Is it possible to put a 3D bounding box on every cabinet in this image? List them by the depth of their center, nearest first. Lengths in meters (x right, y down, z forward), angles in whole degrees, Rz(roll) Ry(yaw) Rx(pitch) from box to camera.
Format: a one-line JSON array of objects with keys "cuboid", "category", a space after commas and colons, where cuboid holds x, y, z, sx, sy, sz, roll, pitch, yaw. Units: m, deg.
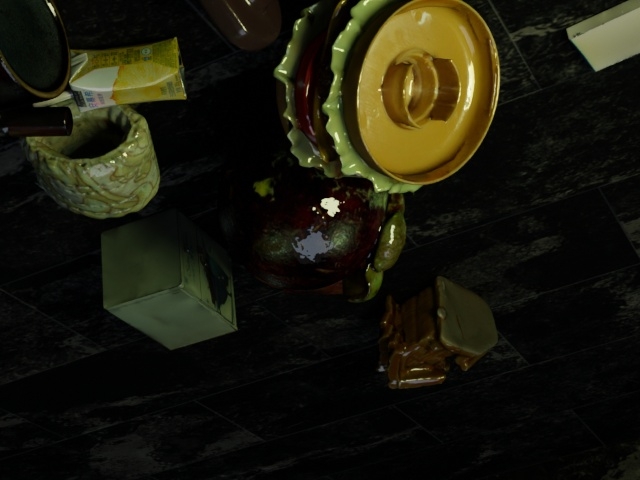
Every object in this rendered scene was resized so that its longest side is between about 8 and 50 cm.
[{"cuboid": [-0.244, 0.068, 2.086, 0.150, 0.145, 0.206, -18, 149, 18], "category": "cabinet"}]

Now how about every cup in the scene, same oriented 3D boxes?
[{"cuboid": [-0.408, -0.196, 1.527, 0.176, 0.166, 0.239, -15, 116, 21], "category": "cup"}]

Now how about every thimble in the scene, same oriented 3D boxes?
[{"cuboid": [-0.325, -0.118, 1.754, 0.190, 0.138, 0.143, 5, 154, 8], "category": "thimble"}]

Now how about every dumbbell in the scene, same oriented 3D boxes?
[{"cuboid": [-0.030, -0.326, 1.447, 0.225, 0.124, 0.140, -25, 112, 30], "category": "dumbbell"}]

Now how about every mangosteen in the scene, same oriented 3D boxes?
[{"cuboid": [-0.007, -0.053, 1.787, 0.287, 0.288, 0.288, -6, 151, -3], "category": "mangosteen"}]

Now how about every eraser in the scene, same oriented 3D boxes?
[{"cuboid": [0.428, -0.293, 1.730, 0.150, 0.023, 0.104, -23, 148, 25], "category": "eraser"}]

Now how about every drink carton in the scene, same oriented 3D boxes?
[{"cuboid": [-0.281, -0.214, 1.650, 0.199, 0.075, 0.084, -6, 150, 0], "category": "drink carton"}]

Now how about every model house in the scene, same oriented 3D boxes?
[{"cuboid": [0.198, 0.194, 2.377, 0.229, 0.199, 0.219, -33, 130, 31], "category": "model house"}]

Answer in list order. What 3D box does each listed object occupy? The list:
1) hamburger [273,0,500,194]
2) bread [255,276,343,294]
[{"cuboid": [0.069, -0.197, 1.585, 0.274, 0.275, 0.212, 20, 177, -40], "category": "hamburger"}, {"cuboid": [-0.003, -0.007, 2.020, 0.246, 0.135, 0.232, 2, 145, -18], "category": "bread"}]
